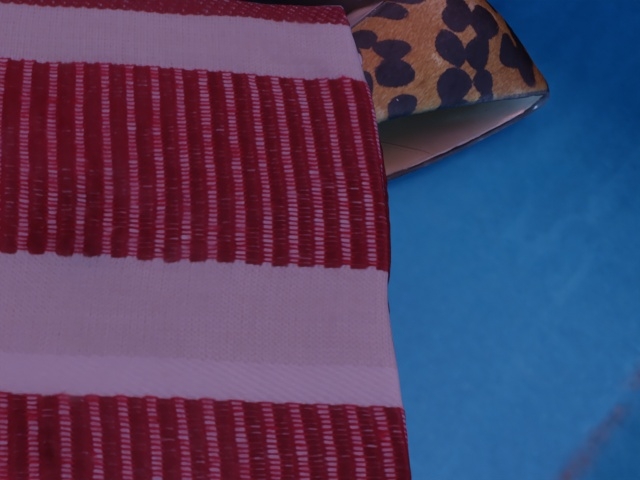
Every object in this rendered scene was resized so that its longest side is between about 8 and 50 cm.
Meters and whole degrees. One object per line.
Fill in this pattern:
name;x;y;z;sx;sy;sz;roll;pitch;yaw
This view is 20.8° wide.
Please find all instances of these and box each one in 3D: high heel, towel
high heel;0.000;0.000;0.654;0.186;0.093;0.261;16;63;-17
towel;-0.093;0.051;0.495;0.237;0.037;0.329;3;51;-8
